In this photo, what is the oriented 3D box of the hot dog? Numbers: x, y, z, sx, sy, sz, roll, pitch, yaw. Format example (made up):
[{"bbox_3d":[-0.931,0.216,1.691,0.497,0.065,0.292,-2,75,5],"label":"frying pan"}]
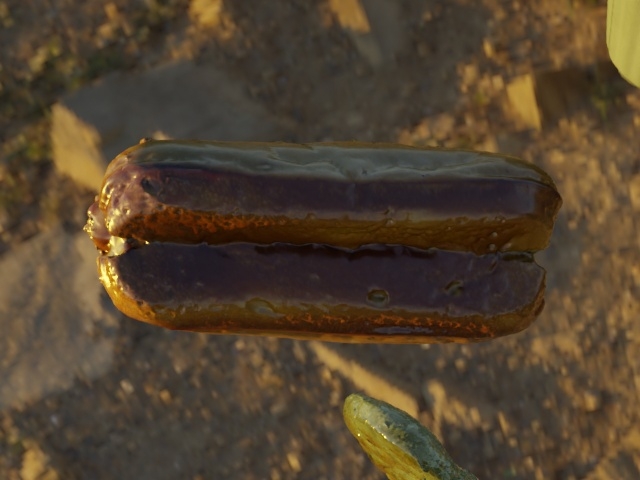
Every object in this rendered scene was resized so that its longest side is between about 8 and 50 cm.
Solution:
[{"bbox_3d":[0.000,0.000,0.633,0.165,0.071,0.045,2,21,-6],"label":"hot dog"}]

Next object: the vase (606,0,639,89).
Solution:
[{"bbox_3d":[0.189,-0.169,0.798,0.128,0.248,0.128,6,48,-7],"label":"vase"}]

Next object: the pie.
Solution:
[{"bbox_3d":[0.039,0.090,0.733,0.085,0.085,0.017,32,74,35],"label":"pie"}]
